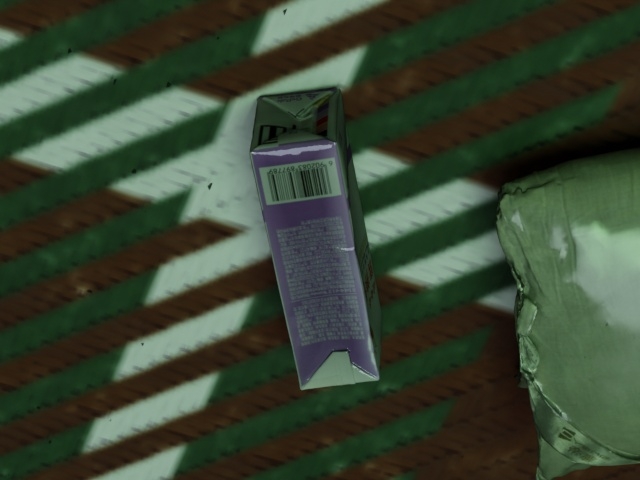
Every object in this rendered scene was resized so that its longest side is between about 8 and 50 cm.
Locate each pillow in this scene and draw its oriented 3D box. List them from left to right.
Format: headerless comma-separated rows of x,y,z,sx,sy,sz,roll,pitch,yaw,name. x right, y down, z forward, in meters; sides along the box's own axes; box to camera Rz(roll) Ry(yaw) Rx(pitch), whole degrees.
0.166,0.018,0.819,0.181,0.078,0.134,-11,121,0,pillow

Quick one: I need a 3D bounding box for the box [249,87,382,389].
0.000,0.000,0.809,0.036,0.050,0.117,-7,123,8,box
